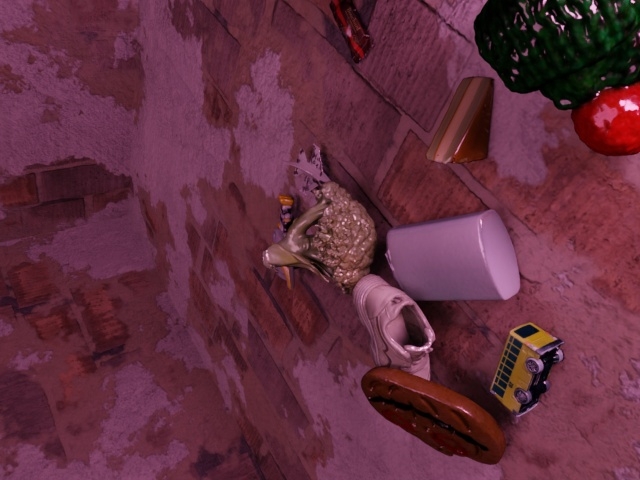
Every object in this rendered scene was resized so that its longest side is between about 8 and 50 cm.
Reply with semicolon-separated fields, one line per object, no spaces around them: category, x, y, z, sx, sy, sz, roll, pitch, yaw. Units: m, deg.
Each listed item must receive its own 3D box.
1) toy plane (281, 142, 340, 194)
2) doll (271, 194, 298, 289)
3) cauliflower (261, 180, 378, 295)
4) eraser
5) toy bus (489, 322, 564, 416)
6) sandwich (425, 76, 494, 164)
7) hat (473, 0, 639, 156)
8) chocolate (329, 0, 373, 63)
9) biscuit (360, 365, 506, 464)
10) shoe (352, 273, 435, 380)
toy plane;-0.005;-0.190;1.540;0.234;0.082;0.159;33;120;26
doll;-0.111;0.010;1.747;0.146;0.103;0.316;23;117;54
cauliflower;0.021;-0.004;1.419;0.281;0.260;0.326;6;110;29
eraser;0.284;0.042;1.181;0.290;0.104;0.189;-9;98;56
toy bus;0.423;0.267;1.093;0.101;0.088;0.174;38;130;43
sandwich;0.279;-0.242;1.059;0.079;0.114;0.163;26;123;48
hat;0.414;-0.286;0.794;0.332;0.242;0.274;52;171;-9
chocolate;0.074;-0.535;1.309;0.086;0.028;0.182;-31;76;53
biscuit;0.268;0.443;1.296;0.368;0.063;0.314;13;140;36
shoe;0.205;0.253;1.281;0.341;0.132;0.211;65;164;-16
